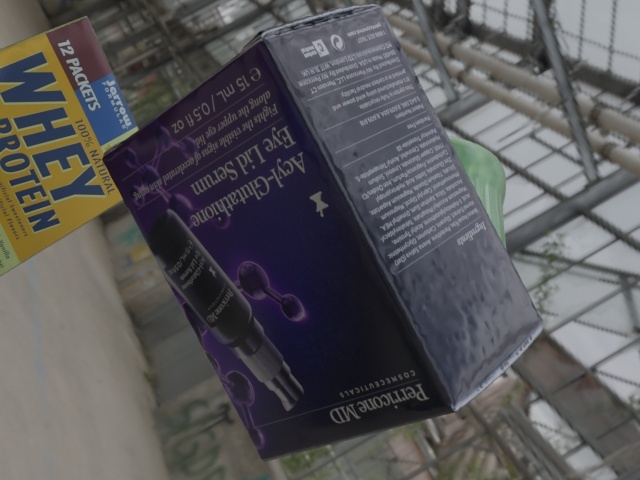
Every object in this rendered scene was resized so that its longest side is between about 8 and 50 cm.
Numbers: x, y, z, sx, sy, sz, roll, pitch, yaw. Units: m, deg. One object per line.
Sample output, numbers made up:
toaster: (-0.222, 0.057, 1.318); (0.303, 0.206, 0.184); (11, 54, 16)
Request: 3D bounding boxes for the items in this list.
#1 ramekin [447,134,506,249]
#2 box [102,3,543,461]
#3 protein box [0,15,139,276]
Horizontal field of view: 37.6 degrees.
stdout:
ramekin: (0.045, 0.023, 0.948); (0.303, 0.304, 0.148); (75, 8, -70)
box: (0.000, 0.000, 0.526); (0.153, 0.108, 0.207); (-28, -89, 42)
protein box: (-0.274, -0.053, 0.709); (0.201, 0.200, 0.136); (-9, -69, 39)
